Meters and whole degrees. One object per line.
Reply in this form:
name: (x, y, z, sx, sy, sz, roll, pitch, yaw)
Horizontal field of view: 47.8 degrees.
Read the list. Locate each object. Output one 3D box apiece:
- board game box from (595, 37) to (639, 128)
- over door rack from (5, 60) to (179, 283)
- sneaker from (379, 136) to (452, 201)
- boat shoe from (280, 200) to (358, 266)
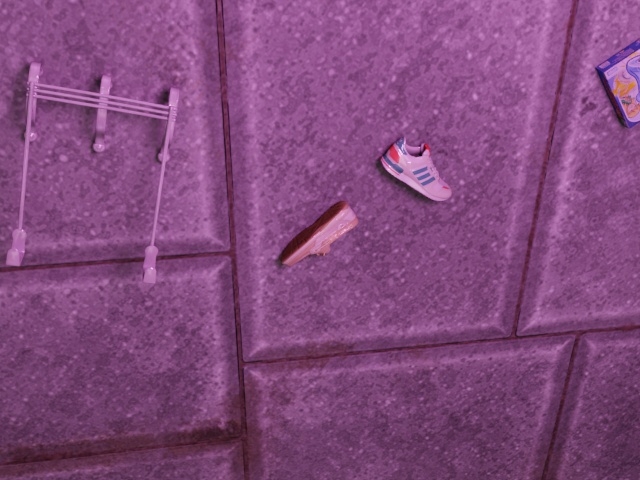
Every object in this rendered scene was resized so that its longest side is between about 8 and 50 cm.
board game box: (0.617, -0.314, 1.307, 0.201, 0.035, 0.136, -34, 120, 10)
over door rack: (-0.372, -0.109, 1.189, 0.239, 0.108, 0.325, 8, 98, -15)
sneaker: (0.190, -0.132, 1.324, 0.161, 0.057, 0.075, 28, 118, -21)
boat shoe: (0.000, 0.000, 1.364, 0.170, 0.063, 0.059, -39, 114, 12)
